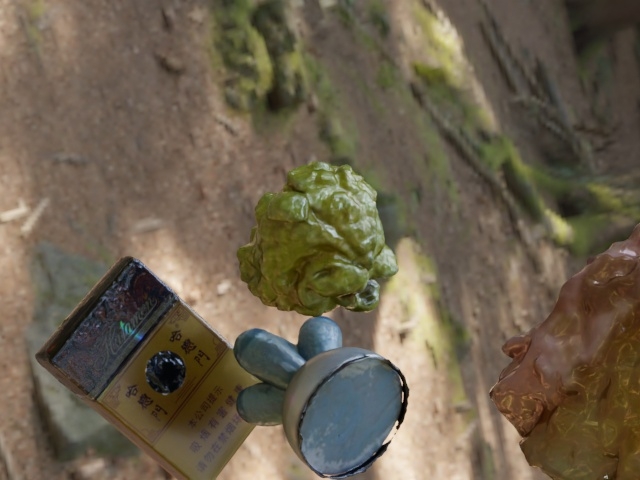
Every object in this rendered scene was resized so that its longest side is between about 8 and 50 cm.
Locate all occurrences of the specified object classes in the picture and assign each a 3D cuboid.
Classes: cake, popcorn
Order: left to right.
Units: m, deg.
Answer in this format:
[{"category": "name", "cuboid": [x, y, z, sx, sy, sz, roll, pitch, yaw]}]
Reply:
[{"category": "popcorn", "cuboid": [0.000, 0.000, 2.147, 0.250, 0.241, 0.235, 106, -33, -44]}, {"category": "cake", "cuboid": [0.323, 0.107, 0.927, 0.293, 0.314, 0.307, 47, 12, 25]}]

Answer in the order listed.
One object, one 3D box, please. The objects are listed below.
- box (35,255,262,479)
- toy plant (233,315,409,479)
[{"category": "box", "cuboid": [-0.310, 0.257, 2.518, 0.415, 0.116, 0.264, 46, 70, -18]}, {"category": "toy plant", "cuboid": [-0.030, 0.248, 2.305, 0.332, 0.247, 0.247, 28, -29, 49]}]
